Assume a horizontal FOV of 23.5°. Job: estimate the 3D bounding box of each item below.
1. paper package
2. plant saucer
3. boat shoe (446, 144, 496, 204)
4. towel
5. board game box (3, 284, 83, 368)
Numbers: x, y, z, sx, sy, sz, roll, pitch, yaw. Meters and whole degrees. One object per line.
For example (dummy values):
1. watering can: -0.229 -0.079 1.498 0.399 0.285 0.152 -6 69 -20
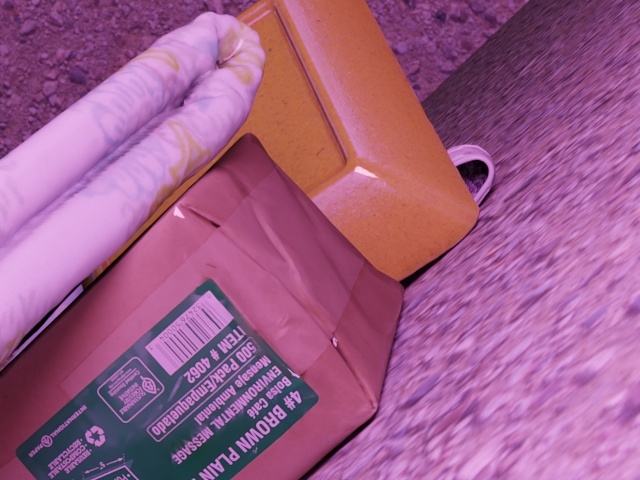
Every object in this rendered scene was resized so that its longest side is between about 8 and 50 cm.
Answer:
1. paper package: -0.119 0.112 1.005 0.325 0.168 0.309 -42 5 12
2. plant saucer: -0.079 -0.052 1.246 0.333 0.081 0.332 -34 45 11
3. boat shoe: 0.065 -0.006 1.212 0.184 0.066 0.063 -34 3 2
4. towel: -0.205 0.033 0.929 0.320 0.090 0.374 -37 8 34
5. board game box: -0.170 0.087 1.483 0.318 0.066 0.318 -54 -14 -21
